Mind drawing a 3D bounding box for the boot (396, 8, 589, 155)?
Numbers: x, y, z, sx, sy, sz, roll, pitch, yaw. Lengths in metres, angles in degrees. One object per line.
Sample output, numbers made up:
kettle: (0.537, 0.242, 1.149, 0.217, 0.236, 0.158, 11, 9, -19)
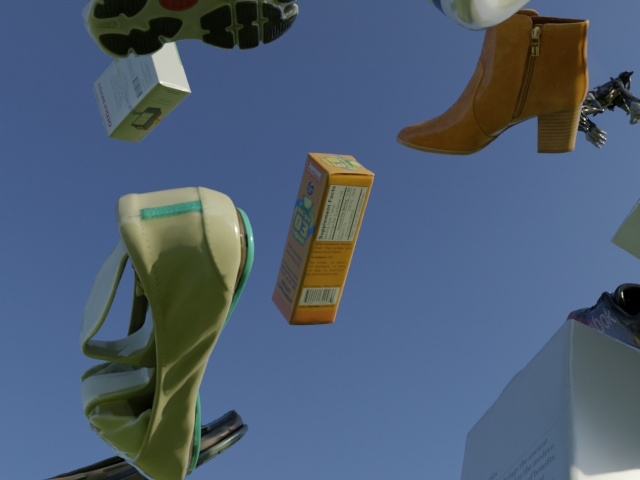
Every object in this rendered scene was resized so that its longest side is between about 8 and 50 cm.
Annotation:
boot: (0.256, -0.244, 1.070, 0.294, 0.104, 0.211, 3, -65, 22)

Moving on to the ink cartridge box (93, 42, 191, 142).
ink cartridge box: (-0.402, -0.340, 1.547, 0.212, 0.154, 0.093, -33, -23, 32)

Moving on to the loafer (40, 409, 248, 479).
loafer: (-0.215, 0.267, 0.849, 0.267, 0.084, 0.096, -26, -9, -29)

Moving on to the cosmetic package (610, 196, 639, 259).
cosmetic package: (0.437, -0.011, 0.682, 0.224, 0.224, 0.138, -20, -40, -56)

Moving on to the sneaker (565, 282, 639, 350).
sneaker: (0.500, 0.131, 1.162, 0.097, 0.276, 0.135, -11, -85, -10)

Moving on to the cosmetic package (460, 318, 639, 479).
cosmetic package: (0.211, 0.313, 0.564, 0.161, 0.453, 0.230, 24, -49, 0)

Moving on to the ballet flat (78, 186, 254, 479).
ballet flat: (-0.108, 0.072, 0.425, 0.086, 0.086, 0.249, 6, -54, -18)

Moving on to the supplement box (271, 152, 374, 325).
supplement box: (0.000, 0.000, 0.960, 0.080, 0.078, 0.234, 3, -65, -29)

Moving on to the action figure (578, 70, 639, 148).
action figure: (0.673, -0.303, 1.657, 0.275, 0.141, 0.164, -25, -16, -28)

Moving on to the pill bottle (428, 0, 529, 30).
pill bottle: (0.109, -0.402, 0.767, 0.187, 0.334, 0.188, -35, -23, -17)

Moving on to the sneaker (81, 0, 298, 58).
sneaker: (-0.100, -0.190, 0.544, 0.169, 0.071, 0.068, -9, -53, -17)
